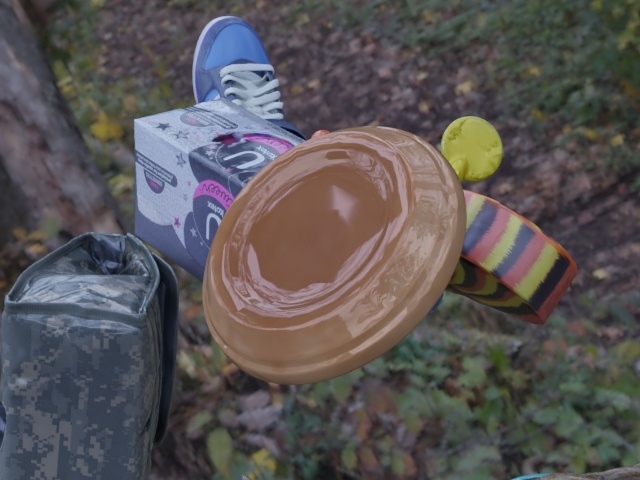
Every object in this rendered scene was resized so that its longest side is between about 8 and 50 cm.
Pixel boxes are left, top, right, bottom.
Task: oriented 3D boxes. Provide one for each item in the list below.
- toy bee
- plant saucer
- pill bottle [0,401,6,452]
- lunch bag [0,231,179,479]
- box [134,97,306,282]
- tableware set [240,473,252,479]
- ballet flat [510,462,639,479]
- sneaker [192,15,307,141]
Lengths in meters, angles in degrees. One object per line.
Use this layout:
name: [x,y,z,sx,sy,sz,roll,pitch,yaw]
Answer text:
toy bee: [0.052,-0.012,0.973,0.298,0.162,0.195,-11,46,42]
plant saucer: [0.000,0.000,0.803,0.200,0.037,0.200,-19,48,23]
pill bottle: [-0.349,0.105,0.820,0.130,0.246,0.130,-35,31,25]
lunch bag: [-0.243,0.134,1.300,0.169,0.235,0.287,6,16,-3]
box: [-0.096,-0.046,1.391,0.142,0.163,0.247,-20,37,-37]
tableware set: [0.004,0.298,1.229,0.194,0.039,0.128,24,7,32]
ballet flat: [0.336,0.278,1.214,0.343,0.116,0.124,-3,32,-28]
sneaker: [-0.076,-0.166,1.654,0.130,0.322,0.236,-4,1,-27]
